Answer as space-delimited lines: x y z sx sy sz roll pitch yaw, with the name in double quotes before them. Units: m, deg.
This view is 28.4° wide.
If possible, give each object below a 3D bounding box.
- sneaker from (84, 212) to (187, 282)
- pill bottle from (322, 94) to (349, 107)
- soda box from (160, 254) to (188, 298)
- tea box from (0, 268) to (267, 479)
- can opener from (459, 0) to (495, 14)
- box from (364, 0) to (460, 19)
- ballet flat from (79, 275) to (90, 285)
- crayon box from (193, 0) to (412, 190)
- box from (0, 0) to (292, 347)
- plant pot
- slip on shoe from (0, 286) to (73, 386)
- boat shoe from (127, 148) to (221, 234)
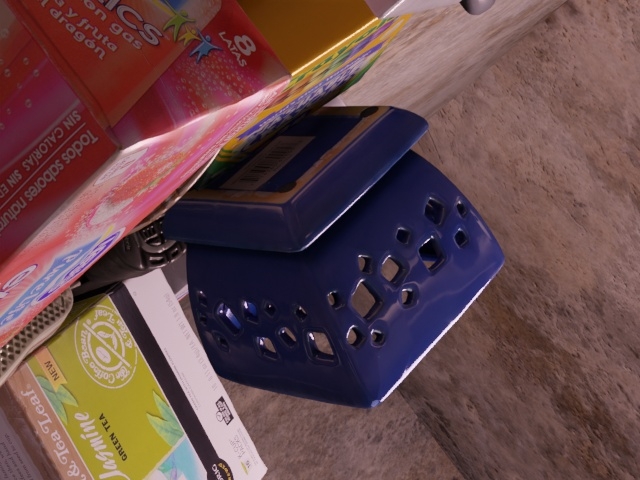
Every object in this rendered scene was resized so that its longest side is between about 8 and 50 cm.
"sneaker" -0.179 -0.026 1.530 0.130 0.109 0.286 -26 178 40
"pill bottle" -0.054 -0.109 1.390 0.180 0.108 0.108 -37 178 7
"soda box" -0.248 0.055 1.888 0.091 0.098 0.286 -35 176 -46
"tea box" -0.282 0.250 1.532 0.220 0.329 0.323 -19 -165 32
"can opener" 0.130 -0.275 1.181 0.074 0.093 0.280 -37 173 14
"box" 0.053 -0.209 0.732 0.091 0.130 0.170 -39 177 24
"ballet flat" -0.281 0.042 1.710 0.057 0.049 0.173 -36 178 -32
"crayon box" -0.023 -0.165 1.061 0.203 0.083 0.323 -36 177 -18
"box" -0.181 -0.032 0.618 0.300 0.142 0.154 -38 178 31
"plant pot" 0.000 0.000 1.234 0.236 0.212 0.236 6 -139 46
"slip on shoe" -0.344 0.097 1.165 0.101 0.123 0.331 -34 -176 21
"boat shoe" -0.202 -0.039 0.908 0.302 0.109 0.098 -37 -143 -2
